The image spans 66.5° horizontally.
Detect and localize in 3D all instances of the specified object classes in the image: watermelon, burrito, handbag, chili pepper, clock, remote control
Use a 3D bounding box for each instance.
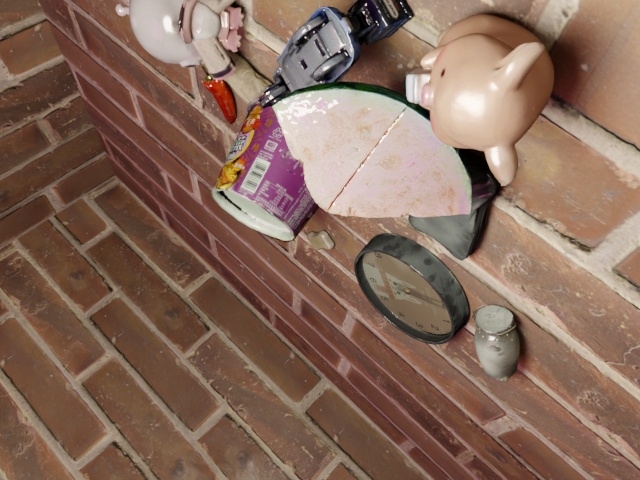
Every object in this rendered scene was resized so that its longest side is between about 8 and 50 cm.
[{"bbox_3d":[0.114,-0.195,0.956,0.319,0.222,0.292,-8,119,14],"label":"watermelon"},{"bbox_3d":[-0.195,-0.434,1.387,0.392,0.076,0.117,45,160,13],"label":"burrito"},{"bbox_3d":[0.290,-0.091,1.101,0.191,0.075,0.332,40,156,26],"label":"handbag"},{"bbox_3d":[-0.311,-0.455,1.536,0.071,0.063,0.272,47,171,28],"label":"chili pepper"},{"bbox_3d":[0.262,0.152,1.472,0.386,0.076,0.386,37,153,23],"label":"clock"},{"bbox_3d":[0.000,0.000,1.728,0.074,0.032,0.122,57,153,-17],"label":"remote control"}]

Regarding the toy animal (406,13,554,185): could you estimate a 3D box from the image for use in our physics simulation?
[{"bbox_3d":[0.245,-0.246,0.758,0.213,0.256,0.195,15,134,25],"label":"toy animal"}]

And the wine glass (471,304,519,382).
[{"bbox_3d":[0.461,0.270,1.278,0.111,0.111,0.204,20,139,45],"label":"wine glass"}]

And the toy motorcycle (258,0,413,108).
[{"bbox_3d":[0.008,-0.372,1.006,0.125,0.212,0.358,59,150,-8],"label":"toy motorcycle"}]

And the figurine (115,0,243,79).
[{"bbox_3d":[-0.358,-0.588,1.275,0.211,0.253,0.361,9,-165,-48],"label":"figurine"}]

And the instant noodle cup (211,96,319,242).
[{"bbox_3d":[-0.112,-0.167,1.297,0.340,0.266,0.340,26,165,7],"label":"instant noodle cup"}]
